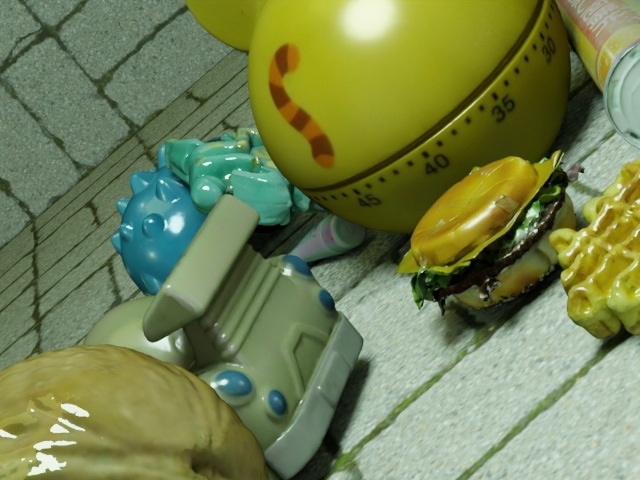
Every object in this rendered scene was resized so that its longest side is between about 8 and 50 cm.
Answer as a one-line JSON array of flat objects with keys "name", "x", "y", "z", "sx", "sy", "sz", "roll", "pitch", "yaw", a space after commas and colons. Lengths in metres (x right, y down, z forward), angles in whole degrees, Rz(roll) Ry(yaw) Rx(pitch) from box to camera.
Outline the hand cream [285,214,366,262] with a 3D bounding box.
[{"name": "hand cream", "x": 0.000, "y": 0.000, "z": 1.654, "sx": 0.076, "sy": 0.047, "sz": 0.174, "roll": -43, "pitch": 9, "yaw": -25}]

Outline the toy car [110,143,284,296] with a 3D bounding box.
[{"name": "toy car", "x": -0.175, "y": -0.038, "z": 1.874, "sx": 0.188, "sy": 0.190, "sz": 0.255, "roll": -19, "pitch": 25, "yaw": 53}]

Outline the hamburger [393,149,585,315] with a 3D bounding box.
[{"name": "hamburger", "x": 0.153, "y": -0.001, "z": 1.221, "sx": 0.189, "sy": 0.093, "sz": 0.164, "roll": -42, "pitch": 14, "yaw": -10}]

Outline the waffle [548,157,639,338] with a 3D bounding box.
[{"name": "waffle", "x": 0.265, "y": -0.012, "z": 1.066, "sx": 0.219, "sy": 0.057, "sz": 0.229, "roll": -43, "pitch": 16, "yaw": -7}]

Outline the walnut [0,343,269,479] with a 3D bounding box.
[{"name": "walnut", "x": -0.193, "y": 0.240, "z": 1.037, "sx": 0.333, "sy": 0.333, "sz": 0.333, "roll": -36, "pitch": 17, "yaw": 13}]

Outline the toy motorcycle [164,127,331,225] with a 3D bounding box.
[{"name": "toy motorcycle", "x": -0.088, "y": -0.074, "z": 1.707, "sx": 0.198, "sy": 0.109, "sz": 0.296, "roll": -11, "pitch": 23, "yaw": -31}]

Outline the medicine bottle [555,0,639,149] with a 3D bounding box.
[{"name": "medicine bottle", "x": 0.304, "y": -0.198, "z": 1.391, "sx": 0.108, "sy": 0.108, "sz": 0.426, "roll": -36, "pitch": 15, "yaw": 13}]

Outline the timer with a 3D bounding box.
[{"name": "timer", "x": 0.069, "y": -0.207, "z": 1.429, "sx": 0.376, "sy": 0.387, "sz": 0.376, "roll": -36, "pitch": 20, "yaw": 15}]

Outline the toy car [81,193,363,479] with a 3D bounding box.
[{"name": "toy car", "x": -0.152, "y": 0.142, "z": 1.286, "sx": 0.336, "sy": 0.226, "sz": 0.242, "roll": -28, "pitch": 21, "yaw": 32}]
